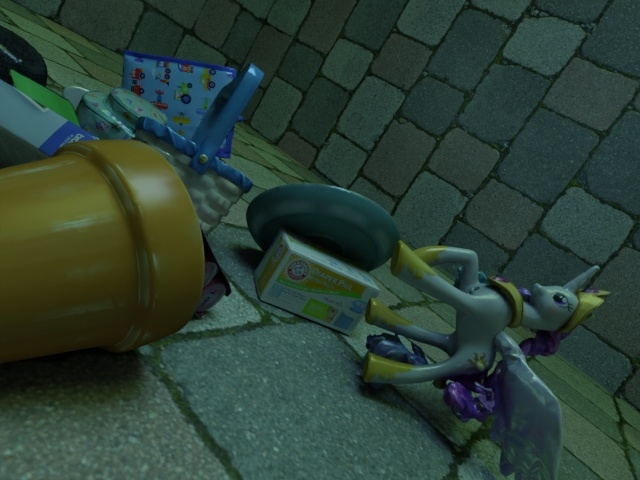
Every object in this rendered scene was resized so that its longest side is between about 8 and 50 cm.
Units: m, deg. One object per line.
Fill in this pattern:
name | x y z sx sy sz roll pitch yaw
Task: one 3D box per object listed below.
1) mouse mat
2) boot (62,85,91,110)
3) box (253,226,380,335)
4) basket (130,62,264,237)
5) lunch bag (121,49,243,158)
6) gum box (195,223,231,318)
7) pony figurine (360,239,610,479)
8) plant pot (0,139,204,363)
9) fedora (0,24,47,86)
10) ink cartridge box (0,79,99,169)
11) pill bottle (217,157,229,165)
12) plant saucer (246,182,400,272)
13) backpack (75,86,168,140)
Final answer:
mouse mat | -0.448 -0.193 0.733 0.189 0.007 0.153 -144 -146 -87
boot | -0.584 -0.344 1.129 0.086 0.069 0.190 35 4 42
box | -0.009 0.077 0.812 0.203 0.114 0.103 25 15 -23
basket | -0.203 -0.146 0.711 0.201 0.289 0.254 36 -8 -23
lunch bag | -0.342 -0.338 1.096 0.292 0.221 0.138 11 12 7
gum box | -0.186 0.018 0.552 0.107 0.062 0.188 40 -22 22
pony figurine | 0.254 0.177 0.696 0.362 0.352 0.303 12 12 -5
plant pot | -0.240 0.017 0.372 0.205 0.205 0.187 38 30 23
fedora | -0.598 -0.302 0.739 0.333 0.153 0.334 31 13 -8
ink cartridge box | -0.387 -0.122 0.562 0.311 0.065 0.186 33 -28 -4
pill bottle | -0.299 -0.173 1.102 0.086 0.086 0.152 35 14 10
plant saucer | 0.000 0.000 0.869 0.317 0.317 0.044 27 56 -24
backpack | -0.444 -0.257 0.958 0.188 0.145 0.166 24 21 -21
